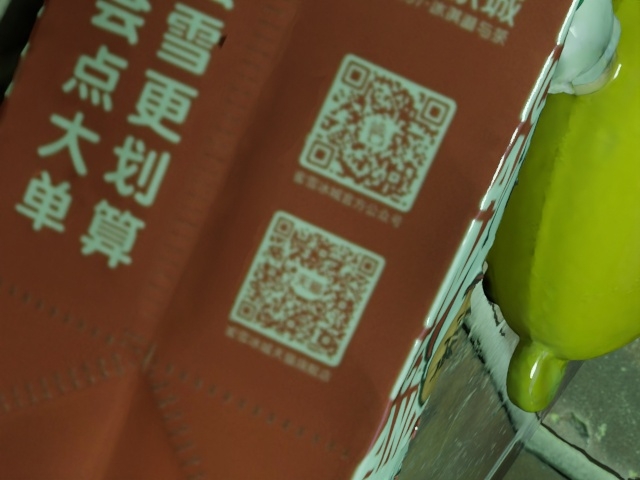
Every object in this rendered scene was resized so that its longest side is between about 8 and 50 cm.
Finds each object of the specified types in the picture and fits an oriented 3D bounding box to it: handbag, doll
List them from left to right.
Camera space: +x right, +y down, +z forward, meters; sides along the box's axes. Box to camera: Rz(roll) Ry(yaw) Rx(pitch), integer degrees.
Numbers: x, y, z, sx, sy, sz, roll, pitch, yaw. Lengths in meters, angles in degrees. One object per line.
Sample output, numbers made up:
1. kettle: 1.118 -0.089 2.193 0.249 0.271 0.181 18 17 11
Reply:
1. handbag: -0.007 -0.039 0.569 0.171 0.151 0.298 -15 128 -79
2. doll: 0.211 -0.133 1.042 0.423 0.161 0.348 -51 152 -19

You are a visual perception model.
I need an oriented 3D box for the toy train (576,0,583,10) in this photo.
1. toy train: 0.111 -0.173 0.713 0.172 0.099 0.070 -57 168 7
